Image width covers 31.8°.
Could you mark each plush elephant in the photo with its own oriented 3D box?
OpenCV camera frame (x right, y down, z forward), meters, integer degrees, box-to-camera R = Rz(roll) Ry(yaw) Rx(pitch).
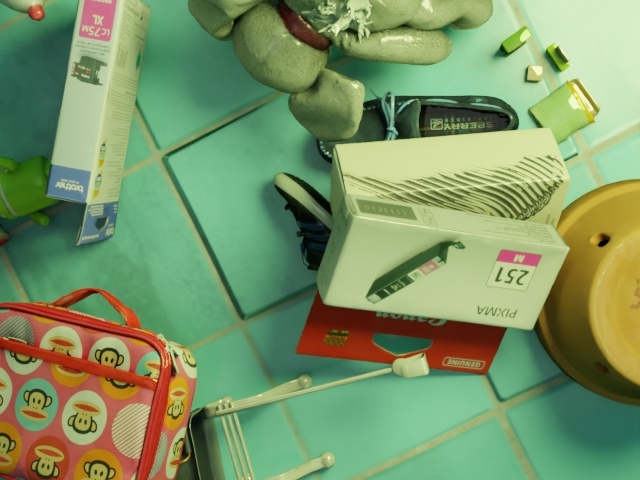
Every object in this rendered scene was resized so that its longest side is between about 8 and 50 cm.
[{"bbox_3d":[0.006,-0.275,1.340,0.255,0.330,0.272,-27,107,41],"label":"plush elephant"}]

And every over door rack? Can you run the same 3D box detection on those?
[{"bbox_3d":[0.030,0.285,1.426,0.324,0.108,0.239,-16,91,25],"label":"over door rack"}]

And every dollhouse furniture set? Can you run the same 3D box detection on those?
[{"bbox_3d":[0.288,-0.199,1.421,0.076,0.058,0.151,-35,90,5],"label":"dollhouse furniture set"}]

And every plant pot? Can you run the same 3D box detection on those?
[{"bbox_3d":[0.408,0.072,1.355,0.291,0.203,0.290,0,94,3],"label":"plant pot"}]

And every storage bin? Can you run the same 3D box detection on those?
[{"bbox_3d":[-0.188,0.294,1.469,0.091,0.098,0.135,-11,92,15],"label":"storage bin"}]

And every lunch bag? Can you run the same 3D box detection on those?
[{"bbox_3d":[-0.304,0.189,1.424,0.293,0.120,0.258,11,84,22],"label":"lunch bag"}]

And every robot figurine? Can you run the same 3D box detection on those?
[{"bbox_3d":[-0.385,-0.069,1.472,0.115,0.067,0.101,-21,121,4],"label":"robot figurine"}]

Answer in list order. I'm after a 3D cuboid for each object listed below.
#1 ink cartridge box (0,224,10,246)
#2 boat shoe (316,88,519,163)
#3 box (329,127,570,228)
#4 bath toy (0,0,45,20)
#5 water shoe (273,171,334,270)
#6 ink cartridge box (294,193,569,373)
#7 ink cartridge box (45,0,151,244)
[{"bbox_3d":[-0.556,-0.002,1.455,0.237,0.100,0.172,-37,90,-4],"label":"ink cartridge box"},{"bbox_3d":[0.120,-0.150,1.420,0.258,0.089,0.109,-13,92,5],"label":"boat shoe"},{"bbox_3d":[0.154,-0.061,1.373,0.275,0.113,0.094,-7,51,-7],"label":"box"},{"bbox_3d":[-0.264,-0.387,1.352,0.348,0.151,0.129,-31,72,5],"label":"bath toy"},{"bbox_3d":[0.000,0.000,1.446,0.203,0.073,0.080,44,100,3],"label":"water shoe"},{"bbox_3d":[0.128,0.074,1.355,0.275,0.060,0.238,8,120,-17],"label":"ink cartridge box"},{"bbox_3d":[-0.277,-0.154,1.400,0.065,0.186,0.311,8,94,1],"label":"ink cartridge box"}]
